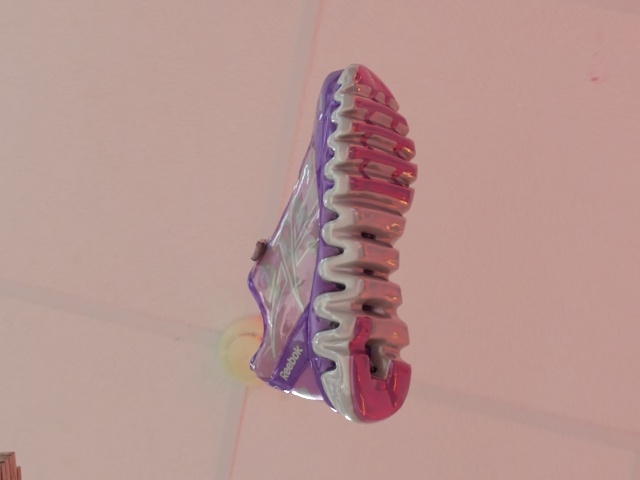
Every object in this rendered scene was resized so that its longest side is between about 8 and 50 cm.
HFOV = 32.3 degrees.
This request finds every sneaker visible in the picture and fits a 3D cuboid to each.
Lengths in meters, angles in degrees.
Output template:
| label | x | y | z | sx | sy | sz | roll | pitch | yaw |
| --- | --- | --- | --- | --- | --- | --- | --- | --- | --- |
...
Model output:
| label | x | y | z | sx | sy | sz | roll | pitch | yaw |
| --- | --- | --- | --- | --- | --- | --- | --- | --- | --- |
| sneaker | 0.000 | 0.000 | 0.726 | 0.105 | 0.095 | 0.236 | -4 | -103 | 35 |

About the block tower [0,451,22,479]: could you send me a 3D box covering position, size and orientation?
| label | x | y | z | sx | sy | sz | roll | pitch | yaw |
| --- | --- | --- | --- | --- | --- | --- | --- | --- | --- |
| block tower | -0.517 | 0.390 | 1.557 | 0.097 | 0.335 | 0.090 | -4 | -82 | 2 |
